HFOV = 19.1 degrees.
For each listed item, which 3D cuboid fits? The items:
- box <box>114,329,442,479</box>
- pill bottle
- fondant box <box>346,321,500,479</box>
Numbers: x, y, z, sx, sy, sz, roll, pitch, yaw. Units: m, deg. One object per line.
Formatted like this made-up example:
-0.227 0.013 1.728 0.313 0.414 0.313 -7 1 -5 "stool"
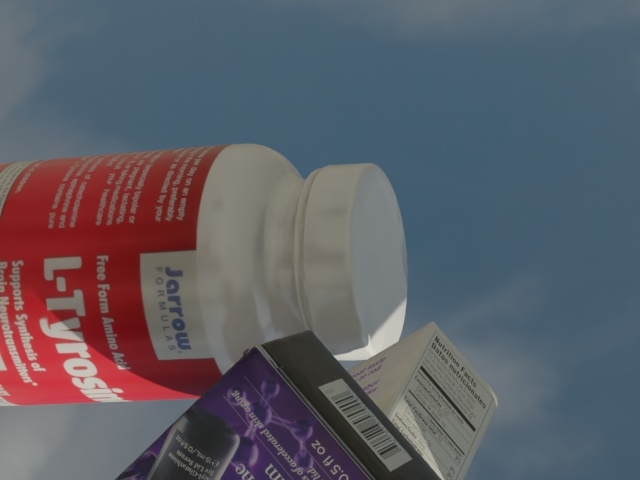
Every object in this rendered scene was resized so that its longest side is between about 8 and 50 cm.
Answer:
-0.044 0.181 1.194 0.153 0.207 0.108 47 -165 10 "box"
-0.139 0.031 1.721 0.408 0.229 0.229 -4 -150 19 "pill bottle"
-0.015 0.231 1.475 0.238 0.096 0.330 -33 -167 35 "fondant box"
